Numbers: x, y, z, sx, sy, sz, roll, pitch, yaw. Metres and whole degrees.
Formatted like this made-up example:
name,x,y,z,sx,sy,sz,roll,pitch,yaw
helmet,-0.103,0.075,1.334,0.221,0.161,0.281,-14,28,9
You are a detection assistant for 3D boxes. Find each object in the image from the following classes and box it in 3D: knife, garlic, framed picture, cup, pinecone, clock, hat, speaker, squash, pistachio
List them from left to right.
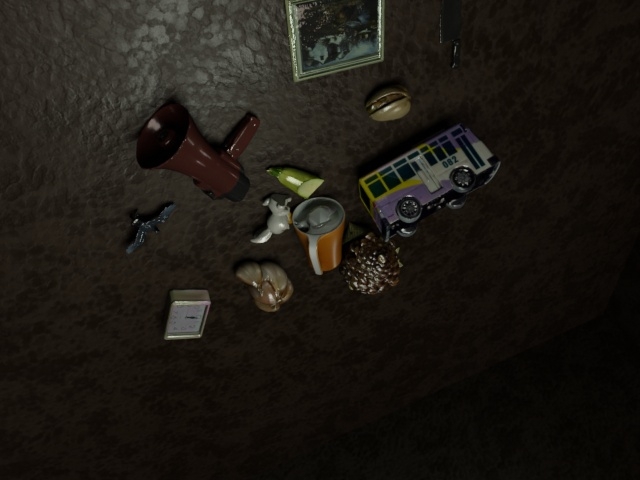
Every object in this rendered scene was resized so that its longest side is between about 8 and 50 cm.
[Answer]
name,x,y,z,sx,sy,sz,roll,pitch,yaw
clock,-0.491,0.270,1.738,0.146,0.071,0.192,3,125,-29
speaker,-0.324,-0.265,1.359,0.329,0.198,0.260,24,75,-55
garlic,-0.197,0.149,1.735,0.160,0.191,0.214,-42,127,-24
squash,-0.083,-0.194,1.553,0.200,0.075,0.090,15,145,-34
cup,0.000,0.000,1.673,0.182,0.226,0.264,3,140,11
framed picture,0.051,-0.583,1.331,0.295,0.019,0.233,-18,133,-12
hat,0.124,-0.039,1.806,0.145,0.067,0.146,-24,176,-2
pinecone,0.182,0.093,1.772,0.224,0.225,0.272,-9,165,-21
pistachio,0.215,-0.431,1.494,0.149,0.113,0.113,-14,134,4
knife,0.401,-0.644,1.465,0.072,0.019,0.246,-19,131,-7

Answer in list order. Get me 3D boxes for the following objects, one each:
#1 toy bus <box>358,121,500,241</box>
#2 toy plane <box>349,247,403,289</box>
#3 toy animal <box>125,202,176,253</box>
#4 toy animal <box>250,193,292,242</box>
name,x,y,z,sx,sy,sz,roll,pitch,yaw
toy bus,0.365,-0.208,1.649,0.439,0.250,0.209,-29,163,-1
toy plane,0.226,0.128,1.965,0.255,0.104,0.242,-23,137,-8
toy animal,-0.534,-0.046,1.454,0.220,0.062,0.108,-43,133,3
toy animal,-0.159,-0.070,1.626,0.127,0.131,0.182,15,117,2
